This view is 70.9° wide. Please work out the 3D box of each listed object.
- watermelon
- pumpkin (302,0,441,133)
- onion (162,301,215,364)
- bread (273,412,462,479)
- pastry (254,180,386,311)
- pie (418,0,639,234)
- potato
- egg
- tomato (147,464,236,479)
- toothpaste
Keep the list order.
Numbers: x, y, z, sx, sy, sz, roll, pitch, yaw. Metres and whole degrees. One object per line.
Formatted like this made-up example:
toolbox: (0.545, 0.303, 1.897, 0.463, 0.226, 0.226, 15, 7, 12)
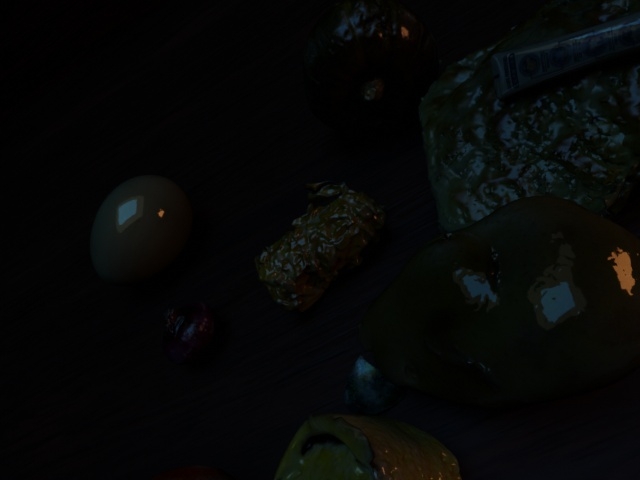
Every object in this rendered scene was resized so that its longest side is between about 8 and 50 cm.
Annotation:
watermelon: (0.067, 0.204, 0.632, 0.085, 0.085, 0.061, -19, 11, 20)
pumpkin: (0.086, -0.310, 0.827, 0.260, 0.260, 0.189, -24, 51, 16)
onion: (-0.240, 0.161, 0.806, 0.115, 0.104, 0.115, -29, 30, 19)
bread: (0.051, 0.287, 0.495, 0.197, 0.170, 0.197, -24, 51, 33)
pastry: (0.000, 0.000, 0.768, 0.250, 0.102, 0.154, -44, 50, 0)
pie: (0.328, -0.191, 0.650, 0.418, 0.180, 0.395, -28, 50, 21)
potato: (0.196, 0.085, 0.533, 0.350, 0.202, 0.218, -26, 61, 32)
egg: (-0.385, -0.020, 0.964, 0.188, 0.188, 0.254, 24, 77, 40)
tomato: (-0.177, 0.388, 0.577, 0.187, 0.151, 0.187, -12, 56, 19)
toothpaste: (0.322, -0.227, 0.528, 0.239, 0.062, 0.039, -7, 12, 40)
